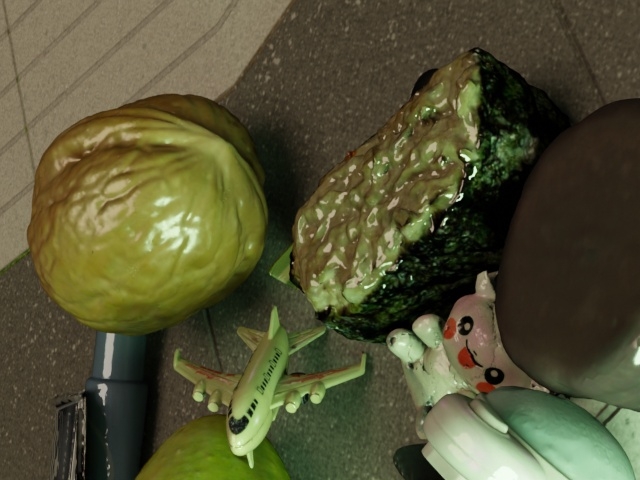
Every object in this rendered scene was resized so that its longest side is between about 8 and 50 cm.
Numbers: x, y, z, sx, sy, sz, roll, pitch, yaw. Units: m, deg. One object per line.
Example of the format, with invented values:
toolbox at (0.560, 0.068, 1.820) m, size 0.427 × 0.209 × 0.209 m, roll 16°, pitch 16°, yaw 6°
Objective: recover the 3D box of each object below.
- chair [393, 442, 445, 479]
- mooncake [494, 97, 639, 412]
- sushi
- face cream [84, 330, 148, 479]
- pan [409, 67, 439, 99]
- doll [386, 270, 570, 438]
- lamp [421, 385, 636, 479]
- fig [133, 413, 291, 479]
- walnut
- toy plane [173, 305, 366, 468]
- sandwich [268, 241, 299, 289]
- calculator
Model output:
chair at (0.153, 0.306, 1.410) m, size 0.221 × 0.140 × 0.145 m, roll 37°, pitch 109°, yaw 51°
mooncake at (0.289, 0.018, 1.318) m, size 0.283 × 0.141 × 0.283 m, roll -33°, pitch 46°, yaw 43°
sushi at (0.106, -0.033, 1.532) m, size 0.350 × 0.170 × 0.211 m, roll -47°, pitch 46°, yaw 31°
face cream at (-0.286, 0.294, 1.998) m, size 0.135 × 0.086 × 0.385 m, roll 1°, pitch 85°, yaw 58°
pan at (0.119, -0.141, 1.661) m, size 0.115 × 0.023 × 0.068 m, roll -59°, pitch 43°, yaw 18°
doll at (0.158, 0.123, 1.487) m, size 0.192 × 0.095 × 0.149 m, roll -33°, pitch 73°, yaw 42°
lamp at (0.195, 0.190, 1.304) m, size 0.179 × 0.246 × 0.108 m, roll 39°, pitch 101°, yaw 48°
fig at (-0.131, 0.352, 1.657) m, size 0.258 × 0.258 × 0.326 m, roll -26°, pitch 48°, yaw 45°
walnut at (-0.212, -0.037, 1.841) m, size 0.333 × 0.332 × 0.333 m, roll -17°, pitch 67°, yaw 47°
toy plane at (-0.067, 0.168, 1.661) m, size 0.244 × 0.229 × 0.092 m, roll -74°, pitch -20°, yaw -53°
sandwich at (0.000, 0.000, 1.729) m, size 0.074 × 0.074 × 0.116 m, roll 26°, pitch 101°, yaw 50°
calculator at (-0.354, 0.295, 2.047) m, size 0.274 × 0.028 × 0.166 m, roll 156°, pitch 118°, yaw -71°
